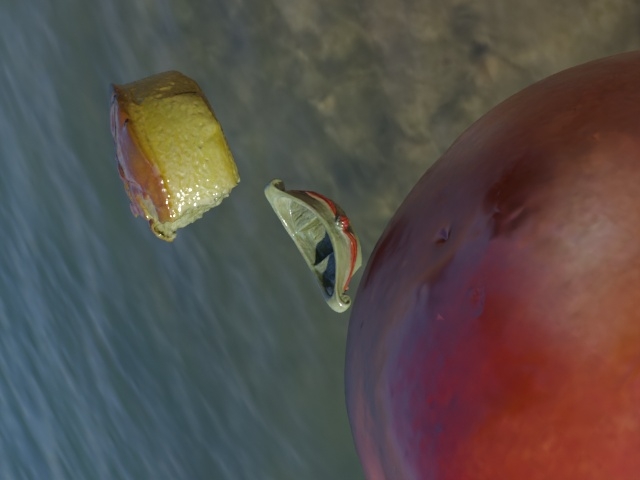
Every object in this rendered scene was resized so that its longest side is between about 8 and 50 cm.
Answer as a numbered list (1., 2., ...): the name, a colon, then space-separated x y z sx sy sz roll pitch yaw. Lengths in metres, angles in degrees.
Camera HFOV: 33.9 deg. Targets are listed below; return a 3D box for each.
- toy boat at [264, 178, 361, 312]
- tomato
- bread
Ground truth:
1. toy boat: 0.000 -0.001 1.299 0.089 0.071 0.185 -42 75 48
2. tomato: 0.174 0.063 0.474 0.321 0.321 0.322 33 137 37
3. bread: -0.120 -0.071 0.821 0.156 0.086 0.125 139 110 -81
